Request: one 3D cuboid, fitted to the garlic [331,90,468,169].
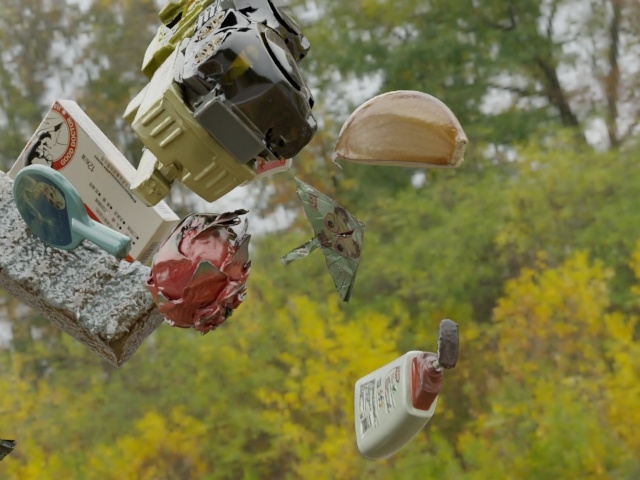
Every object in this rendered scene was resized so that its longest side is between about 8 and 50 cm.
[{"bbox_3d":[0.108,-0.153,1.930,0.206,0.128,0.115,-5,-15,-8],"label":"garlic"}]

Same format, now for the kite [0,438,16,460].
[{"bbox_3d":[-0.546,0.364,1.913,0.009,0.189,0.232,4,41,49],"label":"kite"}]

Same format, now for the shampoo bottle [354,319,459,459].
[{"bbox_3d":[0.141,0.231,2.040,0.071,0.153,0.284,15,-36,-22],"label":"shampoo bottle"}]

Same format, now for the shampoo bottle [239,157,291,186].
[{"bbox_3d":[-0.088,-0.128,1.934,0.099,0.072,0.043,-20,12,-18],"label":"shampoo bottle"}]

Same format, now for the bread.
[{"bbox_3d":[-0.451,0.036,2.161,0.165,0.416,0.113,-51,-15,-32],"label":"bread"}]

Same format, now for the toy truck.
[{"bbox_3d":[-0.142,-0.205,1.721,0.254,0.180,0.405,-35,26,18],"label":"toy truck"}]

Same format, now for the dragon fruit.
[{"bbox_3d":[-0.130,0.034,1.445,0.130,0.142,0.121,-8,-31,24],"label":"dragon fruit"}]

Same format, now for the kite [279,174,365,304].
[{"bbox_3d":[-0.001,0.001,2.099,0.012,0.229,0.250,-23,0,-38],"label":"kite"}]

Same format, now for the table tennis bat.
[{"bbox_3d":[-0.400,-0.034,2.058,0.038,0.237,0.149,-40,-30,-46],"label":"table tennis bat"}]

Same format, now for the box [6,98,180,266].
[{"bbox_3d":[-0.453,-0.083,2.530,0.214,0.353,0.069,-51,-22,22],"label":"box"}]
